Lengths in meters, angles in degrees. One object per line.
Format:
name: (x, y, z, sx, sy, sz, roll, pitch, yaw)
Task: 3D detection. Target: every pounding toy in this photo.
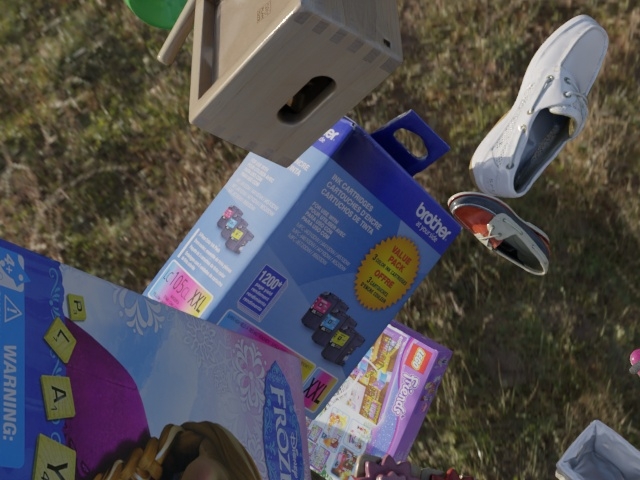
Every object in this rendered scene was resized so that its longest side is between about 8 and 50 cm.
pounding toy: (-0.033, -0.160, 0.748, 0.181, 0.094, 0.206, -39, 40, 39)

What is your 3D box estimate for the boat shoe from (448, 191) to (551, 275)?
boat shoe: (0.196, -0.007, 1.136, 0.137, 0.049, 0.043, 29, 49, -22)

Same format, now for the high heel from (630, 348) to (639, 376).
high heel: (0.603, 0.210, 1.602, 0.244, 0.117, 0.082, 29, 50, -4)

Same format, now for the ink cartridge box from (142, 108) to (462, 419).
ink cartridge box: (0.000, 0.000, 1.356, 0.395, 0.270, 0.151, -54, 42, -2)

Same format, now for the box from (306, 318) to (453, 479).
box: (0.075, 0.272, 1.756, 0.201, 0.057, 0.293, 28, 101, 33)

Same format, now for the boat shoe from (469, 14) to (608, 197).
boat shoe: (0.310, -0.169, 1.376, 0.277, 0.098, 0.096, -58, 34, -3)

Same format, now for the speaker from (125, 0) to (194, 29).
speaker: (-0.169, -0.353, 1.047, 0.131, 0.131, 0.296, -21, 59, 1)

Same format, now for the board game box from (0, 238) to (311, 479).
board game box: (-0.094, 0.189, 0.543, 0.066, 0.318, 0.318, -14, 69, 22)

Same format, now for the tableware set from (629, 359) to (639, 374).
tableware set: (0.483, 0.146, 1.258, 0.194, 0.039, 0.128, -38, 49, -1)

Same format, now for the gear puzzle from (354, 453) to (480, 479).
gear puzzle: (0.188, 0.359, 1.198, 0.339, 0.044, 0.175, 15, 73, -15)

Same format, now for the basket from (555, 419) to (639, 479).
basket: (0.496, 0.409, 1.788, 0.167, 0.103, 0.113, 40, 74, 20)
